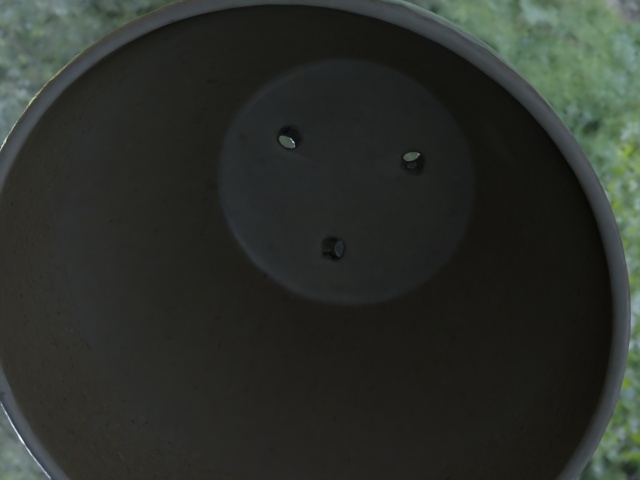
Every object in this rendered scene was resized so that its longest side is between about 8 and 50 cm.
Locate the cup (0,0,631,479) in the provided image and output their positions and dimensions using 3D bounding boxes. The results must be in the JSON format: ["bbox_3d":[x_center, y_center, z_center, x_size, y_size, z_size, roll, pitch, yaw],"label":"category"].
[{"bbox_3d":[0.000,0.000,0.808,0.331,0.331,0.237,47,-161,-10],"label":"cup"}]
